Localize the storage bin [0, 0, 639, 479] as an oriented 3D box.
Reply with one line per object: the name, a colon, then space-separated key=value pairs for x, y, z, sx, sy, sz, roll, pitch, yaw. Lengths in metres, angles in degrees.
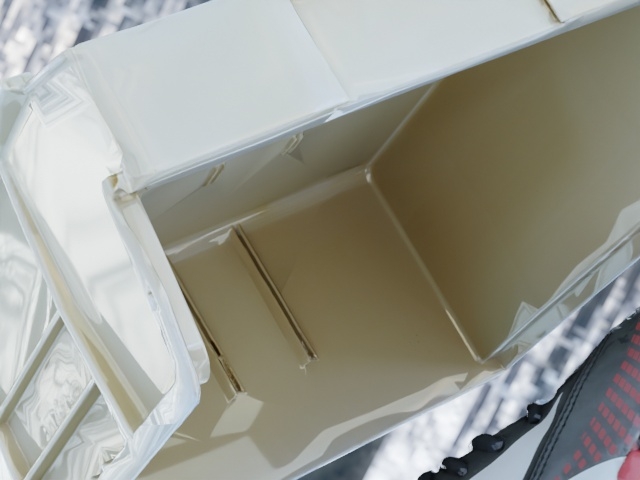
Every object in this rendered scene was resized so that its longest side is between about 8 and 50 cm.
storage bin: x=0.000 y=0.000 z=0.685 sx=0.262 sy=0.260 sz=0.123 roll=-23 pitch=-105 yaw=-31

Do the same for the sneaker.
sneaker: x=0.066 y=0.122 z=0.732 sx=0.135 sy=0.276 sz=0.097 roll=33 pitch=180 yaw=18
